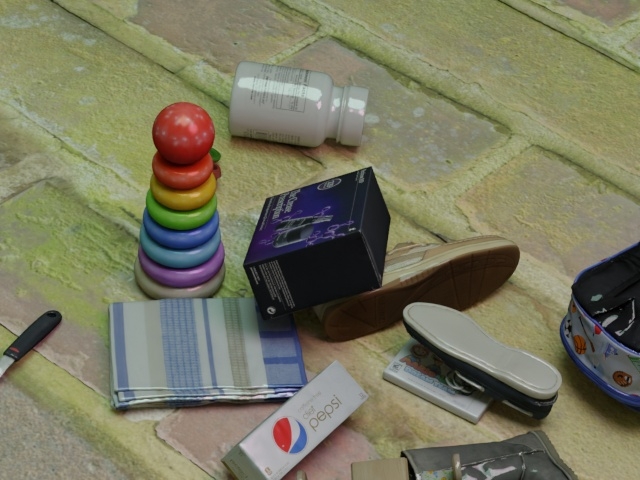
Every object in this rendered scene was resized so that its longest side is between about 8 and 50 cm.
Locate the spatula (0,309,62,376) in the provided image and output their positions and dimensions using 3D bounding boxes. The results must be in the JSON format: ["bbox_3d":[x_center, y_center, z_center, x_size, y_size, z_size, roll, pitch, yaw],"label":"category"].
[{"bbox_3d":[-0.453,0.186,2.091,0.084,0.030,0.296,22,43,15],"label":"spatula"}]

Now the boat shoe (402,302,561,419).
[{"bbox_3d":[0.227,0.174,2.136,0.254,0.079,0.095,25,42,15],"label":"boat shoe"}]

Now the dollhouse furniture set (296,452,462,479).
[{"bbox_3d":[0.077,0.365,1.833,0.212,0.161,0.242,-6,48,5],"label":"dollhouse furniture set"}]

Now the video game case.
[{"bbox_3d":[0.193,0.190,2.187,0.157,0.019,0.143,25,44,20],"label":"video game case"}]

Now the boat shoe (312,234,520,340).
[{"bbox_3d":[0.143,0.047,2.263,0.341,0.122,0.110,-15,45,-20],"label":"boat shoe"}]

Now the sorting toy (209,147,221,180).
[{"bbox_3d":[-0.199,-0.122,2.472,0.061,0.042,0.102,14,27,-15],"label":"sorting toy"}]

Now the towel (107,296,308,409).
[{"bbox_3d":[-0.169,0.162,2.156,0.285,0.034,0.209,-2,42,-11],"label":"towel"}]

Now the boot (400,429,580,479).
[{"bbox_3d":[0.231,0.332,1.992,0.208,0.076,0.189,-3,30,-21],"label":"boot"}]

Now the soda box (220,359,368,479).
[{"bbox_3d":[-0.034,0.257,2.024,0.074,0.069,0.216,49,51,3],"label":"soda box"}]

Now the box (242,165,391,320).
[{"bbox_3d":[0.000,0.000,2.210,0.184,0.103,0.261,-14,21,11],"label":"box"}]

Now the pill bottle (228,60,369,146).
[{"bbox_3d":[-0.037,-0.229,2.540,0.229,0.131,0.131,9,42,1],"label":"pill bottle"}]

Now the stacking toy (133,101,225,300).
[{"bbox_3d":[-0.202,-0.066,2.182,0.141,0.330,0.141,4,41,-4],"label":"stacking toy"}]

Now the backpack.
[{"bbox_3d":[0.485,0.125,2.161,0.263,0.213,0.276,-11,38,-31],"label":"backpack"}]
